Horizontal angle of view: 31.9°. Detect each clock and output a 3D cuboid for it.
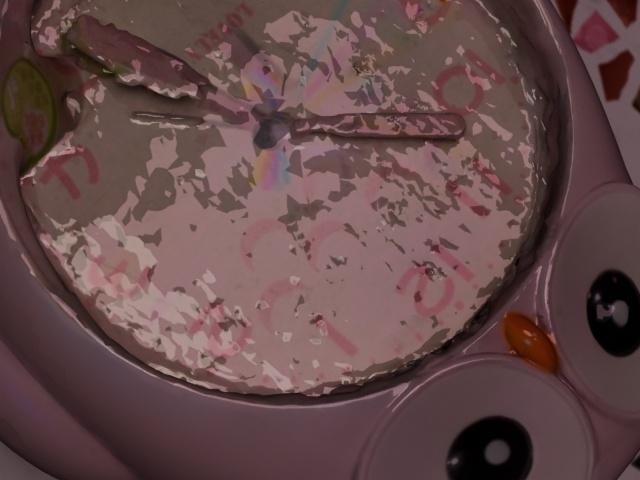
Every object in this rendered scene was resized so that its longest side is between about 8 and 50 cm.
[{"bbox_3d":[0.000,0.000,0.591,0.377,0.250,0.368,44,74,2],"label":"clock"}]

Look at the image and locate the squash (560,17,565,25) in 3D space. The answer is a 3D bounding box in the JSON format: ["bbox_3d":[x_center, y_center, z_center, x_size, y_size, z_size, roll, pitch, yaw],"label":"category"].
[{"bbox_3d":[0.084,-0.099,0.774,0.219,0.041,0.219,5,74,-19],"label":"squash"}]
